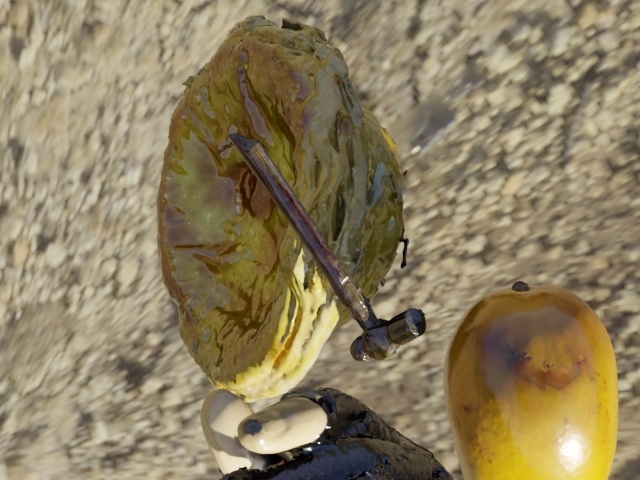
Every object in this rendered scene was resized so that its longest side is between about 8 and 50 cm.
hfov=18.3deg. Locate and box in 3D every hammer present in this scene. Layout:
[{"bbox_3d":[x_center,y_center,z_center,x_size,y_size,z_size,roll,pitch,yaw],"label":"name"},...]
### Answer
[{"bbox_3d":[0.000,0.000,1.266,0.178,0.065,0.021,56,44,-9],"label":"hammer"}]

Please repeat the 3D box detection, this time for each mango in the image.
[{"bbox_3d":[0.136,0.124,1.302,0.112,0.219,0.145,-6,40,-6],"label":"mango"}]

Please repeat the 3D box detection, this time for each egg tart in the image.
[{"bbox_3d":[-0.022,-0.023,1.459,0.116,0.295,0.294,1,83,-30],"label":"egg tart"}]

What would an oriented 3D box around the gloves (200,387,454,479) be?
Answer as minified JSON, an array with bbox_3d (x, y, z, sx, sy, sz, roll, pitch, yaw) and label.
[{"bbox_3d":[0.012,0.122,0.918,0.106,0.180,0.129,-22,53,2],"label":"gloves"}]
